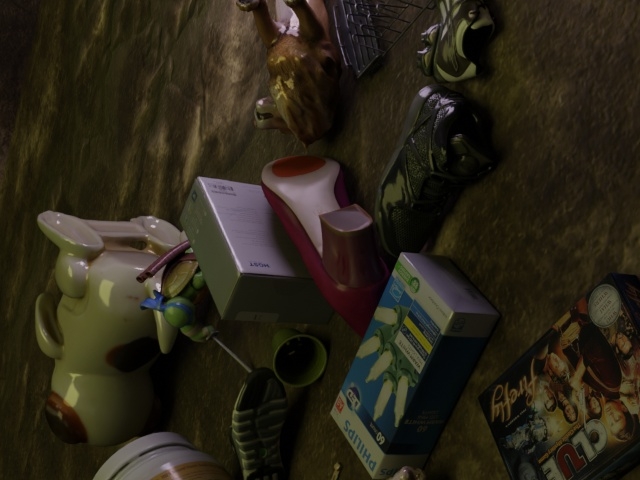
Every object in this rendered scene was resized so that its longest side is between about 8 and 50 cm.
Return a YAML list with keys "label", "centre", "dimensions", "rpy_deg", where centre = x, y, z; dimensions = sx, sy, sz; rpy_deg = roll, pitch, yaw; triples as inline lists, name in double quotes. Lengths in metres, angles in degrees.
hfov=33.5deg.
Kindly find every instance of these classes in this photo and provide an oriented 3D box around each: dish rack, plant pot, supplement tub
- label: "dish rack"
  centre: [0.082, -0.371, 1.500]
  dimensions: [0.271, 0.074, 0.208]
  rpy_deg: [-44, 47, 48]
- label: "plant pot"
  centre: [-0.040, 0.168, 1.606]
  dimensions: [0.079, 0.083, 0.083]
  rpy_deg: [-135, 57, -68]
- label: "supplement tub"
  centre: [-0.199, 0.463, 1.609]
  dimensions: [0.316, 0.228, 0.228]
  rpy_deg: [43, 121, 40]

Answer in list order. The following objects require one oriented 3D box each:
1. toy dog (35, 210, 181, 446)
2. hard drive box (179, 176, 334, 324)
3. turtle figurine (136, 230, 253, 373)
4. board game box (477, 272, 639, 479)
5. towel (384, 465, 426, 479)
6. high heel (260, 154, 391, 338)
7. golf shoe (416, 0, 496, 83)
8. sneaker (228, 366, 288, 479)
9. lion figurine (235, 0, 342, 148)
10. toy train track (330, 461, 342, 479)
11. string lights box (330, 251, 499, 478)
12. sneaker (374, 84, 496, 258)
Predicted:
- label: "toy dog"
  centre: [-0.378, 0.191, 2.012]
  dimensions: [0.395, 0.285, 0.407]
  rpy_deg: [31, 113, 37]
- label: "hard drive box"
  centre: [-0.090, 0.015, 1.607]
  dimensions: [0.089, 0.181, 0.232]
  rpy_deg: [-64, 36, 30]
- label: "turtle figurine"
  centre: [-0.162, 0.073, 1.792]
  dimensions: [0.266, 0.275, 0.197]
  rpy_deg: [-90, 2, -50]
- label: "board game box"
  centre: [0.274, 0.171, 1.113]
  dimensions: [0.243, 0.042, 0.165]
  rpy_deg: [-54, 42, 39]
- label: "towel"
  centre: [0.067, 0.487, 1.337]
  dimensions: [0.332, 0.053, 0.316]
  rpy_deg: [-50, 40, 48]
- label: "high heel"
  centre: [0.000, 0.000, 1.546]
  dimensions: [0.377, 0.127, 0.181]
  rpy_deg: [-121, 20, -63]
- label: "golf shoe"
  centre: [0.186, -0.294, 1.333]
  dimensions: [0.094, 0.077, 0.198]
  rpy_deg: [12, 97, 41]
- label: "sneaker"
  centre: [-0.110, 0.281, 1.657]
  dimensions: [0.132, 0.086, 0.228]
  rpy_deg: [-135, 43, -60]
- label: "lion figurine"
  centre: [-0.037, -0.353, 1.630]
  dimensions: [0.142, 0.240, 0.392]
  rpy_deg: [-6, 57, 19]
- label: "toy train track"
  centre: [0.011, 0.357, 1.536]
  dimensions: [0.048, 0.014, 0.083]
  rpy_deg: [47, 123, 51]
- label: "string lights box"
  centre: [0.114, 0.160, 1.344]
  dimensions: [0.133, 0.077, 0.259]
  rpy_deg: [51, 127, 48]
- label: "sneaker"
  centre: [0.142, -0.074, 1.333]
  dimensions: [0.130, 0.087, 0.227]
  rpy_deg: [40, 113, 61]
